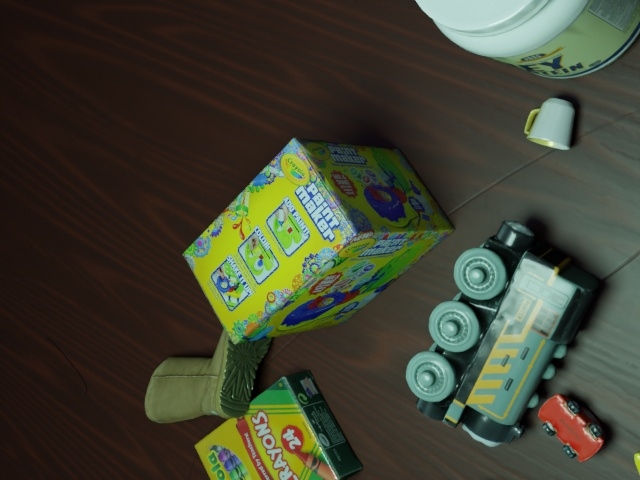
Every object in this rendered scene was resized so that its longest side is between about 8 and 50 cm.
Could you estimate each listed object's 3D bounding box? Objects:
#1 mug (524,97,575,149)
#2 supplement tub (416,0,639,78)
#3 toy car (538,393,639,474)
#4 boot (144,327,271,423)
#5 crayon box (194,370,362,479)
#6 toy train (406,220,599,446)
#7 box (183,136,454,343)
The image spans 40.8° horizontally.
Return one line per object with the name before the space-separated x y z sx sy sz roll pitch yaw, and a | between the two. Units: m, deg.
mug | 0.330 -0.172 1.242 0.078 0.062 0.064 18 94 27
supplement tub | 0.275 -0.344 1.111 0.235 0.325 0.235 1 92 36
toy car | 0.412 0.346 1.203 0.239 0.053 0.224 13 100 35
boot | -0.221 0.228 1.624 0.270 0.089 0.236 -13 52 50
crayon box | -0.099 0.403 1.554 0.318 0.081 0.202 -42 69 30
toy train | 0.261 0.142 1.260 0.190 0.142 0.333 29 108 21
box | 0.000 0.000 1.341 0.279 0.290 0.177 -44 67 29
